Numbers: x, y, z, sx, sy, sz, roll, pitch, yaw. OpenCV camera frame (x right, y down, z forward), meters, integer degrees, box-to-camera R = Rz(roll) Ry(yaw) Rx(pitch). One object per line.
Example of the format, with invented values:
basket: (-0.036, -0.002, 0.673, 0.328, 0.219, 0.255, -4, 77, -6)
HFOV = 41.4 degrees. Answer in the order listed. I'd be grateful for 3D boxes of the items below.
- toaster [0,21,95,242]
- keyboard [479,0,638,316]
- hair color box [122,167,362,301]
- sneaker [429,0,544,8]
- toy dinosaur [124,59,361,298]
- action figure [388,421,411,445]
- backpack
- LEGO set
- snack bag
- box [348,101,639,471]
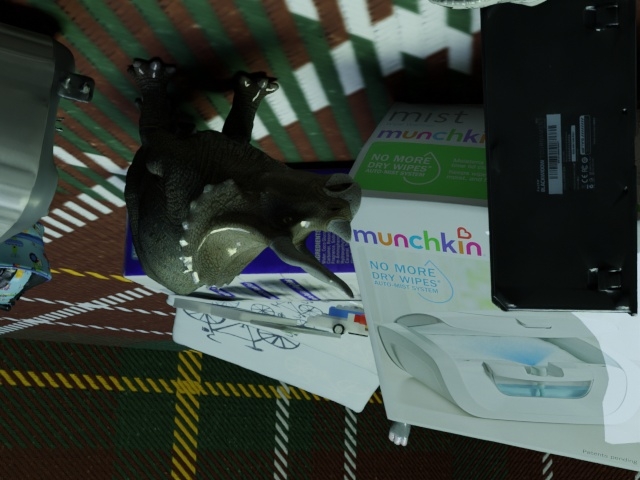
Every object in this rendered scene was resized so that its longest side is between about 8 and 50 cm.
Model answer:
toaster: (-0.248, -0.068, 0.512, 0.146, 0.129, 0.227, 13, 165, -34)
keyboard: (0.144, -0.048, 0.456, 0.108, 0.180, 0.023, 0, -168, 20)
hair color box: (0.000, 0.000, 0.838, 0.339, 0.110, 0.185, -3, 168, 10)
sneaker: (0.094, -0.127, 0.421, 0.083, 0.031, 0.037, -3, 166, 24)
toy dinosaur: (-0.096, -0.026, 0.608, 0.121, 0.160, 0.313, 9, 165, -29)
action figure: (0.178, 0.154, 1.201, 0.370, 0.248, 0.275, 3, 158, 16)
backpack: (-0.359, 0.004, 0.872, 0.158, 0.116, 0.173, 11, 165, -34)
LEGO set: (-0.003, 0.075, 0.889, 0.244, 0.060, 0.182, 14, 174, -42)
snack bag: (-0.053, 0.121, 1.128, 0.323, 0.037, 0.342, 20, 147, -3)
box: (0.171, 0.031, 0.595, 0.262, 0.126, 0.231, 7, 133, 24)
